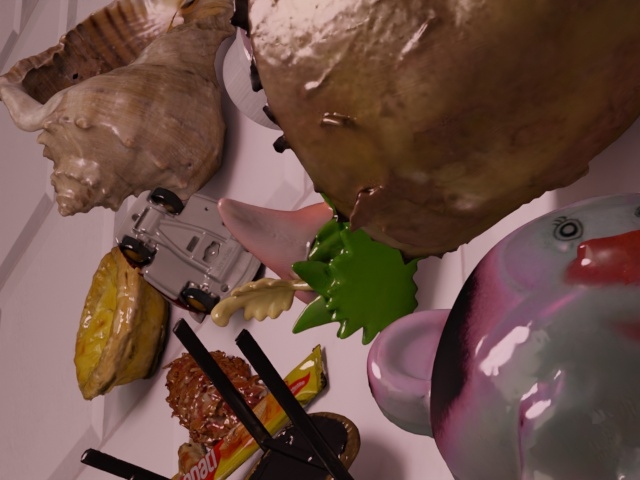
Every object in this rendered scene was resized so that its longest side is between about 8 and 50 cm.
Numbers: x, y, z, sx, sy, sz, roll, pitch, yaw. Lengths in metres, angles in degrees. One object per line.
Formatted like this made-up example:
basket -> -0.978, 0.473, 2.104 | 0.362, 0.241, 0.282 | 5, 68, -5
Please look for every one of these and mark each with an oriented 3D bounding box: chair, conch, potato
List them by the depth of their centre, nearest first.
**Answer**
potato -> 0.124, -0.155, 1.205 | 0.237, 0.289, 0.301 | -11, 30, 50
chair -> -0.041, 0.200, 1.497 | 0.172, 0.247, 0.159 | -56, 18, -11
conch -> -0.206, -0.143, 2.063 | 0.324, 0.263, 0.186 | -49, -29, -44

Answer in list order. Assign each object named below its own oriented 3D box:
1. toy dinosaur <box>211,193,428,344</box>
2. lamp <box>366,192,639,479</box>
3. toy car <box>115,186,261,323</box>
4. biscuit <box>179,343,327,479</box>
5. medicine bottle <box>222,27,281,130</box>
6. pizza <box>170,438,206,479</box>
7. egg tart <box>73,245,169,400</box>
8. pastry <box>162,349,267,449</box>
toy dinosaur -> 0.000, -0.007, 1.539 | 0.177, 0.194, 0.152 | 14, 99, 48
lamp -> 0.183, 0.121, 0.962 | 0.247, 0.247, 0.301 | 68, 177, -47
toy car -> -0.128, 0.019, 1.890 | 0.112, 0.139, 0.112 | -60, -7, -22
biscuit -> -0.078, 0.191, 1.739 | 0.292, 0.026, 0.048 | -46, 41, 35
medicine bottle -> 0.008, -0.192, 1.632 | 0.247, 0.147, 0.147 | 133, 144, -54
pizza -> -0.123, 0.253, 1.848 | 0.185, 0.036, 0.176 | 133, 144, -52
egg tart -> -0.215, 0.091, 2.127 | 0.191, 0.074, 0.191 | -167, 90, -70
pastry -> -0.105, 0.149, 1.827 | 0.169, 0.063, 0.087 | 24, 97, 69
